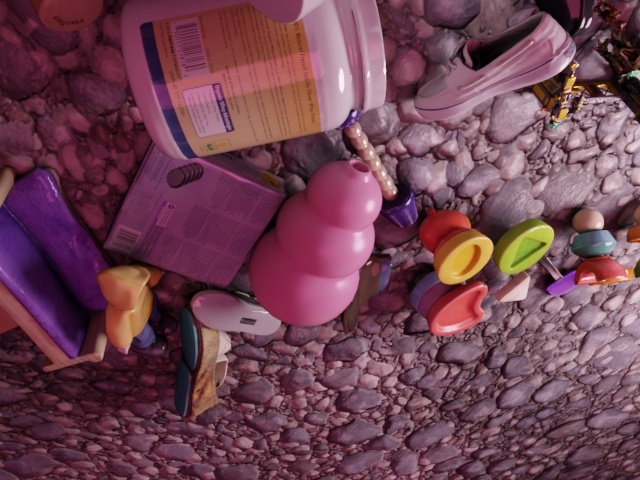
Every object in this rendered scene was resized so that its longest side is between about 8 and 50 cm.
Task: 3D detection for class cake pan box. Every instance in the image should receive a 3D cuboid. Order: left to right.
[{"bbox_3d":[-0.231,-0.045,0.981,0.246,0.070,0.266,23,120,-22],"label":"cake pan box"}]

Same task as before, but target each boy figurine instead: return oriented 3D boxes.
[{"bbox_3d":[-0.339,0.116,1.008,0.092,0.177,0.285,16,148,4],"label":"boy figurine"}]

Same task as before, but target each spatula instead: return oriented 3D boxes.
[{"bbox_3d":[0.508,0.051,1.212,0.084,0.030,0.296,-39,124,22],"label":"spatula"}]

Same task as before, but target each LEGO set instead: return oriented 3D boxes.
[{"bbox_3d":[0.499,-0.280,0.816,0.255,0.192,0.331,0,139,-17],"label":"LEGO set"}]

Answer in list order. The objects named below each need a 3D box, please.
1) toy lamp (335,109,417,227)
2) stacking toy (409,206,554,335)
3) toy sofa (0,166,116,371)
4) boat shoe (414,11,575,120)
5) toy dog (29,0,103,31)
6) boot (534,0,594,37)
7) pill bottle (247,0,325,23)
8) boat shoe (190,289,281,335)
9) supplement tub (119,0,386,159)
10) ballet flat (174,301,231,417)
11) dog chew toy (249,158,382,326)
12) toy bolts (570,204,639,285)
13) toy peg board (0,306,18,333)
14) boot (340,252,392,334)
[{"bbox_3d":[0.102,-0.130,0.970,0.080,0.080,0.274,-27,127,11],"label":"toy lamp"},{"bbox_3d":[0.323,0.044,1.147,0.280,0.130,0.308,-17,137,-17],"label":"stacking toy"},{"bbox_3d":[-0.489,0.057,0.960,0.177,0.150,0.362,-16,129,3],"label":"toy sofa"},{"bbox_3d":[0.238,-0.262,0.818,0.088,0.096,0.268,37,156,-30],"label":"boat shoe"},{"bbox_3d":[-0.270,-0.395,0.613,0.334,0.161,0.220,-10,108,50],"label":"toy dog"},{"bbox_3d":[0.252,-0.388,0.751,0.207,0.094,0.246,-14,103,3],"label":"boot"},{"bbox_3d":[0.052,-0.412,0.574,0.363,0.210,0.210,-43,128,-12],"label":"pill bottle"},{"bbox_3d":[-0.180,0.142,1.106,0.219,0.070,0.077,28,100,-44],"label":"boat shoe"},{"bbox_3d":[-0.085,-0.249,0.746,0.317,0.228,0.228,-12,128,-1],"label":"supplement tub"},{"bbox_3d":[-0.256,0.258,1.194,0.123,0.123,0.348,4,126,-14],"label":"ballet flat"},{"bbox_3d":[0.000,0.000,0.961,0.207,0.206,0.331,12,128,-19],"label":"dog chew toy"},{"bbox_3d":[0.628,0.010,1.171,0.229,0.158,0.218,-3,169,-21],"label":"toy bolts"},{"bbox_3d":[-0.657,0.103,1.024,0.161,0.079,0.161,-26,130,-10],"label":"toy peg board"},{"bbox_3d":[0.095,0.116,1.155,0.106,0.082,0.219,-4,126,-4],"label":"boot"}]
